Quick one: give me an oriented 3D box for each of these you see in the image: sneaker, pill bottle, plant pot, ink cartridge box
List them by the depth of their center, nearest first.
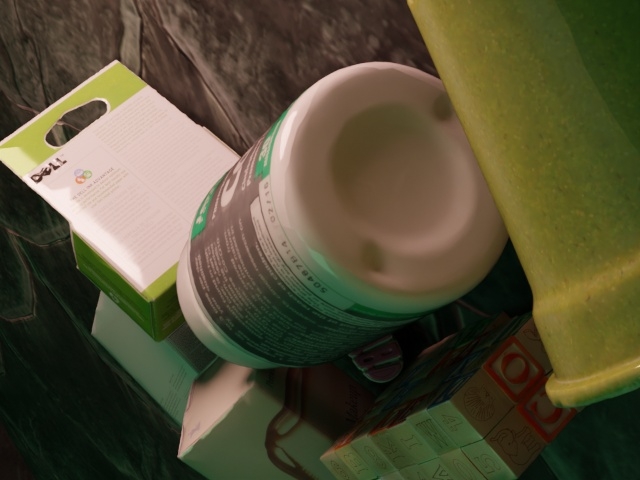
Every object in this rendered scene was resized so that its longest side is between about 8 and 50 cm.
[{"bbox_3d":[0.187,-0.083,0.762,0.254,0.276,0.276,60,154,3],"label":"plant pot"},{"bbox_3d":[0.000,0.000,1.180,0.204,0.204,0.361,49,153,-2],"label":"pill bottle"},{"bbox_3d":[0.030,0.082,1.401,0.170,0.063,0.075,52,178,18],"label":"sneaker"},{"bbox_3d":[-0.195,-0.049,1.431,0.255,0.189,0.097,40,154,19],"label":"ink cartridge box"}]

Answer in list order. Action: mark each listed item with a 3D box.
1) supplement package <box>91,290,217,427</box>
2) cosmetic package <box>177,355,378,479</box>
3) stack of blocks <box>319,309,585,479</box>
[{"bbox_3d":[-0.148,0.107,1.611,0.203,0.149,0.194,45,154,7],"label":"supplement package"},{"bbox_3d":[0.008,0.231,1.424,0.296,0.153,0.129,37,113,-18],"label":"cosmetic package"},{"bbox_3d":[0.133,0.151,1.221,0.087,0.171,0.297,48,153,-1],"label":"stack of blocks"}]
